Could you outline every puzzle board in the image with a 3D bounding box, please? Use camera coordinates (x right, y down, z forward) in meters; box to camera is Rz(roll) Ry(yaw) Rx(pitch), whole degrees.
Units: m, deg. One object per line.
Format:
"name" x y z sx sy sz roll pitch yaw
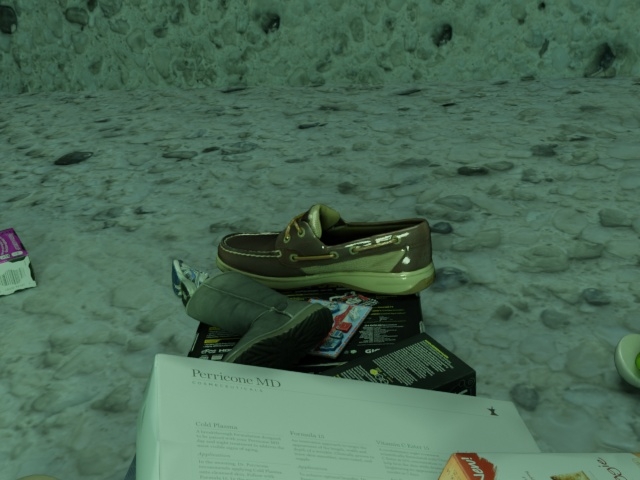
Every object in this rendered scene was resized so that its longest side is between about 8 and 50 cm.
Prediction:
"puzzle board" 0.002 0.114 1.006 0.097 0.011 0.128 7 27 24

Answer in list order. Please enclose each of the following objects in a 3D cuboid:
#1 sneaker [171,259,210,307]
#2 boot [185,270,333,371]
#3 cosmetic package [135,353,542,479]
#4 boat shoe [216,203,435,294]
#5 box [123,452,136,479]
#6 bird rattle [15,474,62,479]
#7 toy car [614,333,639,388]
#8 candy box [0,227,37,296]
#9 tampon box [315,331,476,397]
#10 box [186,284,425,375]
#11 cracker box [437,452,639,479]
"sneaker" -0.219 0.074 1.286 0.058 0.052 0.135 -6 30 -26
"boot" -0.111 0.109 0.969 0.209 0.076 0.190 20 34 40
"cosmetic package" 0.042 0.238 0.619 0.378 0.097 0.284 12 29 -19
"boat shoe" 0.000 0.000 1.117 0.342 0.123 0.123 5 27 22
"box" -0.118 0.259 0.782 0.184 0.059 0.232 -17 19 11
"bird rattle" -0.232 0.294 0.642 0.254 0.206 0.143 25 20 34
"toy car" 0.471 0.134 0.920 0.182 0.159 0.136 -23 66 -34
"candy box" -0.659 0.060 1.369 0.234 0.071 0.159 -19 29 -26
"tampon box" 0.084 0.199 0.854 0.161 0.120 0.101 -17 28 -23
"box" -0.012 0.136 1.065 0.322 0.079 0.257 -4 23 4
"cracker box" 0.213 0.238 0.564 0.233 0.067 0.155 7 29 -27
